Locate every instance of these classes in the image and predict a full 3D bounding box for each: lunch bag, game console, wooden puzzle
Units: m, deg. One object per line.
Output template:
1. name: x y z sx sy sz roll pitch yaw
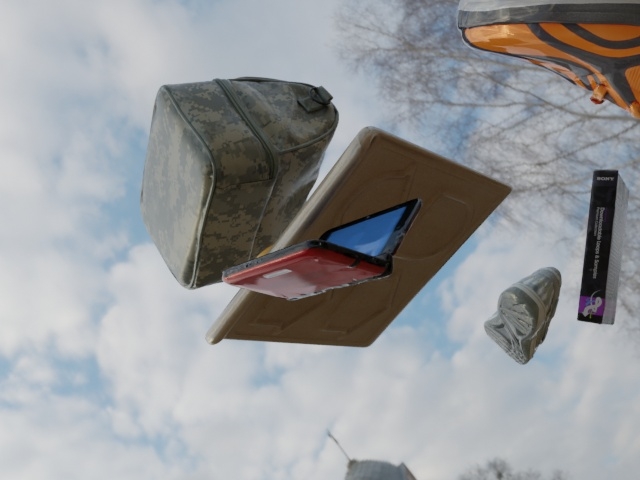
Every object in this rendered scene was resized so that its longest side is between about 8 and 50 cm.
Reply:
1. lunch bag: -0.118 -0.093 1.042 0.256 0.212 0.305 -15 -35 -31
2. game console: 0.000 0.000 0.609 0.124 0.144 0.085 18 -114 -35
3. wooden puzzle: 0.050 0.008 0.864 0.348 0.080 0.322 8 -52 -49

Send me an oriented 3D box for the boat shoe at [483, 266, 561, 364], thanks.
1. boat shoe: 0.403 0.153 1.337 0.103 0.118 0.320 -38 -28 -13

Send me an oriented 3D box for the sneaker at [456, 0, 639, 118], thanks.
1. sneaker: 0.238 -0.077 0.440 0.125 0.321 0.180 -35 -47 -52

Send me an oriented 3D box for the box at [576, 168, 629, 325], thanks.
1. box: 0.313 0.011 0.746 0.116 0.029 0.162 14 -96 -60
